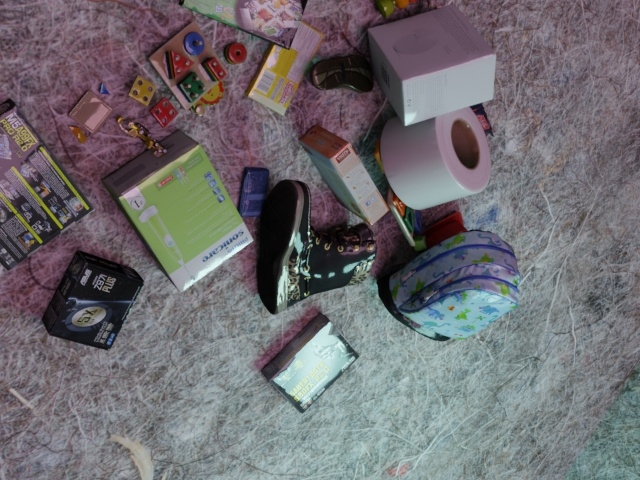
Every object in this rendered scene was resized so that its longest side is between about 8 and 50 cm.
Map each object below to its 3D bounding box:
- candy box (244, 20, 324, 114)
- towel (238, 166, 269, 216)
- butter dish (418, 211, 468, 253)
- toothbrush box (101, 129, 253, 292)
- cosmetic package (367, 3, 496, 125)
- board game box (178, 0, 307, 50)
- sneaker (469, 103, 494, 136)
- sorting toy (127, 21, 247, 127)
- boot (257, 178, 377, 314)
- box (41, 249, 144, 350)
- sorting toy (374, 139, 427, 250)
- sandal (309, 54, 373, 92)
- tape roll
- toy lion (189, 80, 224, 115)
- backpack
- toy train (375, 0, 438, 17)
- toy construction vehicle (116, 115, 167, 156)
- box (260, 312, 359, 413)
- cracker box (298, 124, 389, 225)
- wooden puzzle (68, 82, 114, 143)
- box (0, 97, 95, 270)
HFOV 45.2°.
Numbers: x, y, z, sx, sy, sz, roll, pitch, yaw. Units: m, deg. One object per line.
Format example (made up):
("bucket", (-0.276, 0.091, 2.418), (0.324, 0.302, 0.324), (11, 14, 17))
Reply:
("candy box", (-0.081, -0.397, 1.737), (0.105, 0.027, 0.206), (23, 98, -39))
("towel", (-0.157, -0.114, 1.821), (0.067, 0.029, 0.120), (-3, 113, -34))
("butter dish", (0.376, 0.026, 2.187), (0.160, 0.118, 0.160), (-28, 125, -21))
("toothbrush box", (-0.308, -0.063, 1.685), (0.206, 0.122, 0.283), (-37, 127, -14))
("cosmetic package", (0.255, -0.409, 1.781), (0.224, 0.224, 0.138), (-18, 139, -5))
("board game box", (-0.155, -0.510, 1.617), (0.259, 0.030, 0.136), (16, 105, -32))
("sneaker", (0.387, -0.335, 2.002), (0.131, 0.148, 0.350), (-21, 122, -24))
("sorting toy", (-0.270, -0.356, 1.588), (0.274, 0.046, 0.132), (-47, 122, -22))
("boot", (0.000, 0.000, 1.897), (0.284, 0.138, 0.378), (-12, 128, -29))
("box", (-0.496, 0.132, 1.681), (0.147, 0.077, 0.180), (25, 97, -38))
("sorting toy", (0.220, -0.112, 1.971), (0.047, 0.196, 0.348), (-12, 139, 22))
("sandal", (0.045, -0.385, 1.801), (0.219, 0.060, 0.090), (-18, 107, -44))
("tape roll", (0.286, -0.212, 1.891), (0.246, 0.169, 0.246), (19, 64, -45))
("toy lion", (-0.257, -0.326, 1.655), (0.096, 0.034, 0.100), (-52, 129, -11))
("backpack", (0.369, 0.123, 2.052), (0.290, 0.273, 0.355), (29, 120, -27))
("toy train", (0.194, -0.568, 1.800), (0.143, 0.105, 0.248), (-35, 128, -2))
("toy construction vehicle", (-0.374, -0.215, 1.592), (0.035, 0.086, 0.098), (-48, 130, 3))
("box", (-0.025, 0.337, 2.108), (0.231, 0.056, 0.183), (-43, 129, -9))
("cracker box", (0.058, -0.158, 1.861), (0.067, 0.155, 0.232), (-42, 129, -8))
("wooden puzzle", (-0.465, -0.258, 1.557), (0.116, 0.014, 0.078), (-46, 133, -7))
("box", (-0.610, -0.104, 1.504), (0.216, 0.060, 0.270), (-39, 128, -13))
